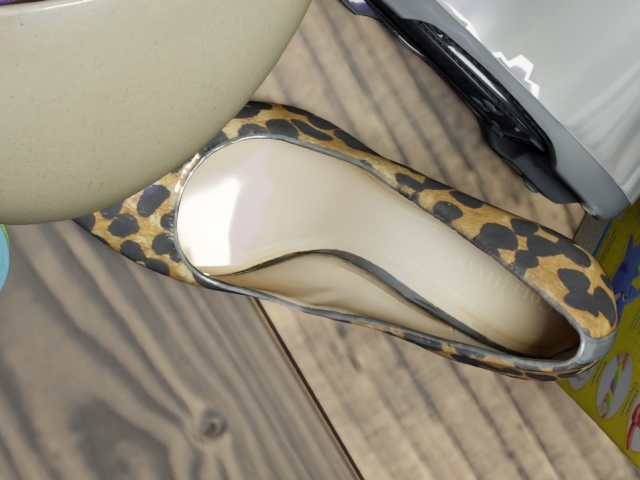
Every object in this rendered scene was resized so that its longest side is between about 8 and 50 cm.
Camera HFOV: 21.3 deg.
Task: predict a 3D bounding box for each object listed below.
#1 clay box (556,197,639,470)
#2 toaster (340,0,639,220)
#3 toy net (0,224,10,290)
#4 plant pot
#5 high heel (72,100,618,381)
[{"bbox_3d":[0.170,0.034,0.793,0.053,0.222,0.127,23,99,-15],"label":"clay box"},{"bbox_3d":[0.100,-0.129,0.787,0.227,0.129,0.146,43,89,-12],"label":"toaster"},{"bbox_3d":[-0.266,0.019,0.790,0.232,0.045,0.122,13,103,-14],"label":"toy net"},{"bbox_3d":[-0.126,-0.117,0.690,0.284,0.284,0.191,-9,140,-10],"label":"plant pot"},{"bbox_3d":[0.000,0.000,0.765,0.261,0.186,0.093,10,102,-15],"label":"high heel"}]
